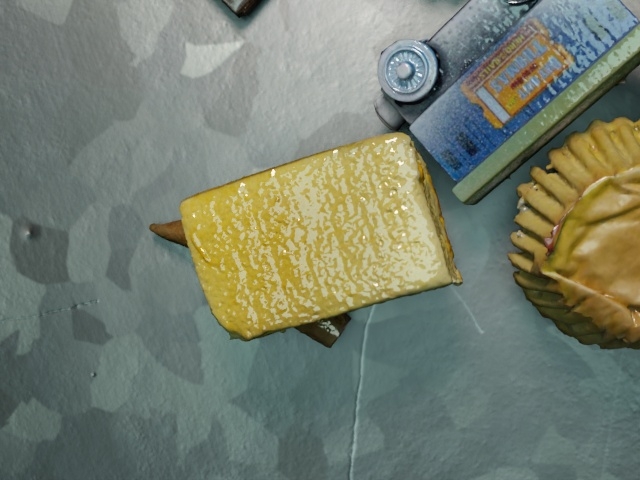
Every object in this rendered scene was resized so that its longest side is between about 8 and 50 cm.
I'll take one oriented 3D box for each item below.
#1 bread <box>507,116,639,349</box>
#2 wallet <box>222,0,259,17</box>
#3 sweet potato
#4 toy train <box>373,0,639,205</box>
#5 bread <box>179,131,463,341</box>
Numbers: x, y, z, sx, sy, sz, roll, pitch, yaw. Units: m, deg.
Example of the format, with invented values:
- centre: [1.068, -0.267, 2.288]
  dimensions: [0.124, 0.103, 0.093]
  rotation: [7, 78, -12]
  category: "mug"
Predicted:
- centre: [0.343, 0.007, 0.874]
  dimensions: [0.274, 0.149, 0.274]
  rotation: [0, 111, 1]
  category: "bread"
- centre: [-0.060, -0.396, 0.984]
  dimensions: [0.230, 0.042, 0.124]
  rotation: [-44, 89, 10]
  category: "wallet"
- centre: [-0.088, 0.035, 1.006]
  dimensions: [0.281, 0.059, 0.067]
  rotation: [37, 138, 8]
  category: "sweet potato"
- centre: [0.207, -0.196, 0.889]
  dimensions: [0.299, 0.131, 0.202]
  rotation: [-42, 84, 24]
  category: "toy train"
- centre: [0.000, 0.000, 0.899]
  dimensions: [0.274, 0.114, 0.185]
  rotation: [-17, 89, 14]
  category: "bread"
